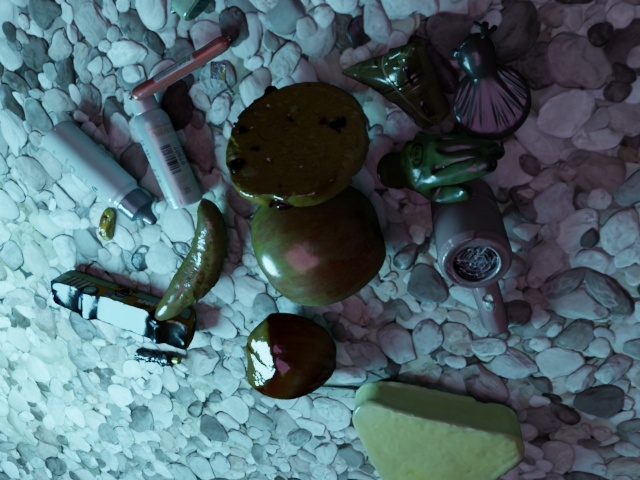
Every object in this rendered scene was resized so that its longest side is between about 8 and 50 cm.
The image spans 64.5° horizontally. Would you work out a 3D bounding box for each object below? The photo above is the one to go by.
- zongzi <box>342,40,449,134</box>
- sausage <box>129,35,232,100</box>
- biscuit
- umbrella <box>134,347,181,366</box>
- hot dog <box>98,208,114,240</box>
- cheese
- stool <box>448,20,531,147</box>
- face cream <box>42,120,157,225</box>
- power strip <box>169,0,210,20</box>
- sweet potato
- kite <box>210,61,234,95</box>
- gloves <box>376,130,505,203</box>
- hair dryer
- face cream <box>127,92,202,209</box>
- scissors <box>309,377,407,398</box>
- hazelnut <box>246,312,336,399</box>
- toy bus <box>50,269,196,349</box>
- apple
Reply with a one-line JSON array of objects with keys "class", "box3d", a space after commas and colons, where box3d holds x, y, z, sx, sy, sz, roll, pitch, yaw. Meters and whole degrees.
[{"class": "zongzi", "box3d": [0.146, -0.267, 0.964, 0.178, 0.081, 0.188, -5, 126, 42]}, {"class": "sausage", "box3d": [-0.289, -0.352, 1.044, 0.253, 0.034, 0.034, -28, 101, 7]}, {"class": "biscuit", "box3d": [-0.044, -0.179, 0.957, 0.296, 0.295, 0.075, 3, 152, 17]}, {"class": "umbrella", "box3d": [-0.453, 0.328, 1.410, 0.144, 0.037, 0.040, 4, 99, 20]}, {"class": "hot dog", "box3d": [-0.548, -0.036, 1.292, 0.030, 0.034, 0.090, 22, 118, 9]}, {"class": "cheese", "box3d": [0.230, 0.465, 1.192, 0.385, 0.104, 0.383, 6, 116, 12]}, {"class": "stool", "box3d": [0.287, -0.266, 0.874, 0.125, 0.121, 0.217, -17, 107, 25]}, {"class": "face cream", "box3d": [-0.507, -0.148, 1.201, 0.311, 0.092, 0.092, 42, 118, -2]}, {"class": "power strip", "box3d": [-0.190, -0.523, 0.947, 0.286, 0.080, 0.048, -38, 98, 28]}, {"class": "sweet potato", "box3d": [-0.292, 0.065, 1.216, 0.114, 0.092, 0.341, 19, 111, -24]}, {"class": "kite", "box3d": [-0.213, -0.341, 1.074, 0.044, 0.002, 0.077, -7, 109, 21]}, {"class": "gloves", "box3d": [0.200, -0.131, 0.906, 0.268, 0.107, 0.135, 0, 103, 54]}, {"class": "hair dryer", "box3d": [0.315, 0.071, 0.976, 0.126, 0.210, 0.352, -17, 120, 18]}, {"class": "face cream", "box3d": [-0.351, -0.203, 1.132, 0.082, 0.082, 0.268, -13, 108, 22]}, {"class": "scissors", "box3d": [0.078, 0.382, 1.264, 0.300, 0.022, 0.109, 1, 114, 14]}, {"class": "hazelnut", "box3d": [-0.069, 0.274, 1.201, 0.181, 0.181, 0.212, 40, 121, 32]}, {"class": "toy bus", "box3d": [-0.517, 0.179, 1.339, 0.409, 0.092, 0.093, 17, 118, 11]}, {"class": "apple", "box3d": [0.000, 0.000, 1.006, 0.234, 0.257, 0.256, -22, 103, 20]}]
